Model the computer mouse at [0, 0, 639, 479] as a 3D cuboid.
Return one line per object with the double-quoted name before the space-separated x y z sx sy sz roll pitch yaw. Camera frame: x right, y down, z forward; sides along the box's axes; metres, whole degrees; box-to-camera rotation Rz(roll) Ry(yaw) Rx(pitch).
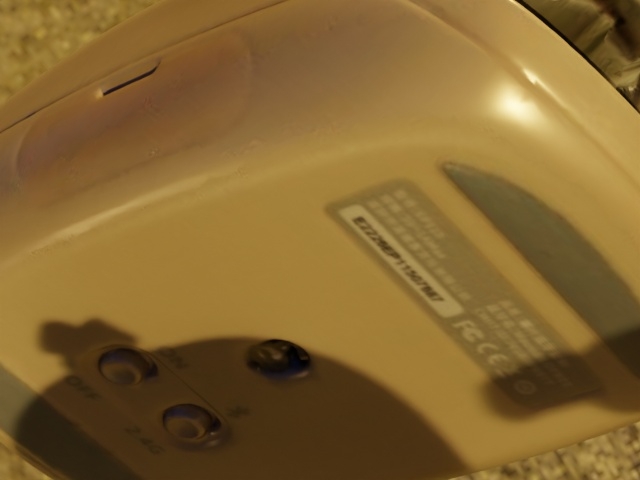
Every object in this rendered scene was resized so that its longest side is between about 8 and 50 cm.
"computer mouse" 0.000 0.000 0.467 0.236 0.145 0.082 -23 36 37
